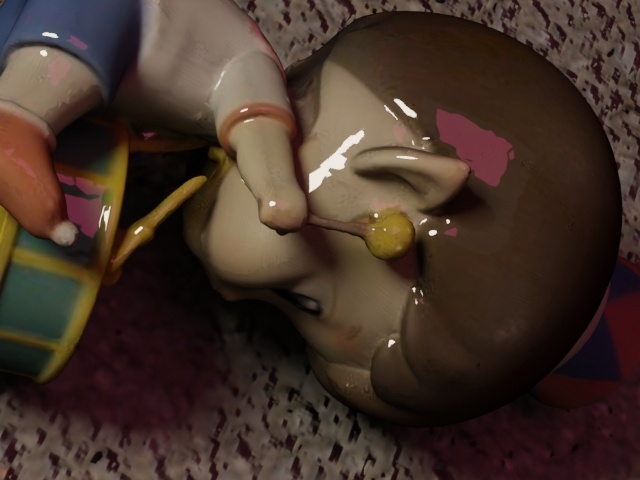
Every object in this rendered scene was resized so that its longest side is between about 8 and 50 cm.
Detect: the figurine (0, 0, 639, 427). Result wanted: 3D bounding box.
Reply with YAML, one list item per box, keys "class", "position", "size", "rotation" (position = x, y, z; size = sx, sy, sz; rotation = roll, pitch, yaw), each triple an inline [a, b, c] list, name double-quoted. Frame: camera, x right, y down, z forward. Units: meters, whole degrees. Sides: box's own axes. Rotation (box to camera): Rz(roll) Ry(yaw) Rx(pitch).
- class: "figurine"
  position: [0.003, -0.009, 0.555]
  size: [0.275, 0.161, 0.158]
  rotation: [15, 98, -16]
